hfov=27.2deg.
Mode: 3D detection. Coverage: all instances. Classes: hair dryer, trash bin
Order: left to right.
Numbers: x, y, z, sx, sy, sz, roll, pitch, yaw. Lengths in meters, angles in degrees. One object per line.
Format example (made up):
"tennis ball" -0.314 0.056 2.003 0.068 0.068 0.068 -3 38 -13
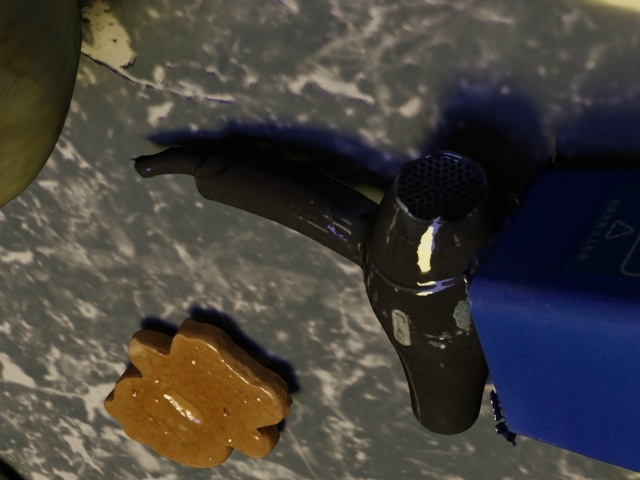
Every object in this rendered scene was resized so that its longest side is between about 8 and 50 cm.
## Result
"hair dryer" 0.000 0.000 0.810 0.272 0.091 0.235 29 151 24
"trash bin" 0.206 0.051 0.648 0.234 0.162 0.184 7 133 35

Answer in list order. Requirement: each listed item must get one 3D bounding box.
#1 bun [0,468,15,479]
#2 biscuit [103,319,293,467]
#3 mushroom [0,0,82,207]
"bun" -0.355 0.280 1.257 0.173 0.120 0.173 17 138 16
"biscuit" -0.091 0.121 1.000 0.133 0.027 0.184 31 141 1
"mushroom" -0.289 -0.145 0.688 0.352 0.260 0.352 15 132 18
